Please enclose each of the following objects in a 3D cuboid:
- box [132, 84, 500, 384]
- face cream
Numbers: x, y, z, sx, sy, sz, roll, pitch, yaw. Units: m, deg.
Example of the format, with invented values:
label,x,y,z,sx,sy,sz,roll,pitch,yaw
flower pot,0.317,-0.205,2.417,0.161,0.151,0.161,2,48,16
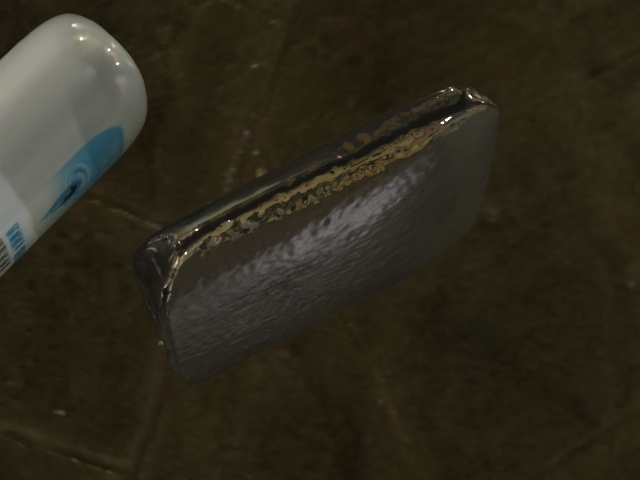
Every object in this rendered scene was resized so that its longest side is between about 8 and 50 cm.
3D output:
label,x,y,z,sx,sy,sz,roll,pitch,yaw
box,0.000,0.000,0.874,0.201,0.212,0.042,-27,70,-6
face cream,-0.230,0.022,0.882,0.080,0.163,0.337,43,74,0
